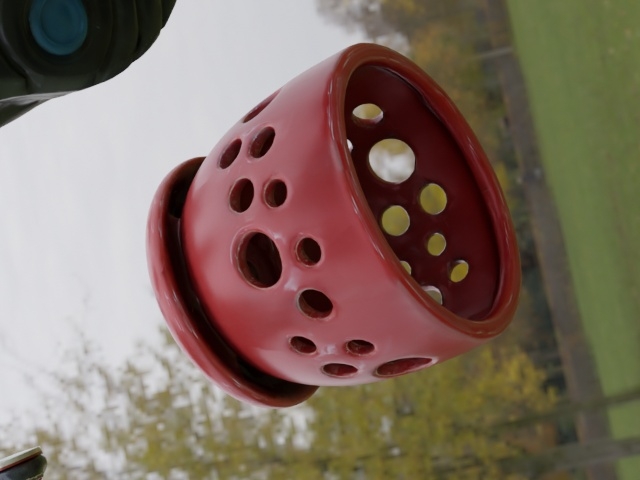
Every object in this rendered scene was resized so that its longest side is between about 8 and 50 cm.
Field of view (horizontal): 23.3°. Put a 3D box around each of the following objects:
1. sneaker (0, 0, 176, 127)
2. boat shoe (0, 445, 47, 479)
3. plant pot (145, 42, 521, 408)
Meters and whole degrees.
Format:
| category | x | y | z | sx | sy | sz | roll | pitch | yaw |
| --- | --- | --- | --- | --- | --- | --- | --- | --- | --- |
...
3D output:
| category | x | y | z | sx | sy | sz | roll | pitch | yaw |
| --- | --- | --- | --- | --- | --- | --- | --- | --- | --- |
| sneaker | -0.206 | -0.092 | 0.738 | 0.341 | 0.140 | 0.125 | -42 | -63 | -34 |
| boat shoe | -0.188 | 0.158 | 0.914 | 0.137 | 0.049 | 0.043 | -44 | 65 | 55 |
| plant pot | 0.000 | 0.000 | 0.936 | 0.191 | 0.174 | 0.191 | 40 | -143 | -39 |
